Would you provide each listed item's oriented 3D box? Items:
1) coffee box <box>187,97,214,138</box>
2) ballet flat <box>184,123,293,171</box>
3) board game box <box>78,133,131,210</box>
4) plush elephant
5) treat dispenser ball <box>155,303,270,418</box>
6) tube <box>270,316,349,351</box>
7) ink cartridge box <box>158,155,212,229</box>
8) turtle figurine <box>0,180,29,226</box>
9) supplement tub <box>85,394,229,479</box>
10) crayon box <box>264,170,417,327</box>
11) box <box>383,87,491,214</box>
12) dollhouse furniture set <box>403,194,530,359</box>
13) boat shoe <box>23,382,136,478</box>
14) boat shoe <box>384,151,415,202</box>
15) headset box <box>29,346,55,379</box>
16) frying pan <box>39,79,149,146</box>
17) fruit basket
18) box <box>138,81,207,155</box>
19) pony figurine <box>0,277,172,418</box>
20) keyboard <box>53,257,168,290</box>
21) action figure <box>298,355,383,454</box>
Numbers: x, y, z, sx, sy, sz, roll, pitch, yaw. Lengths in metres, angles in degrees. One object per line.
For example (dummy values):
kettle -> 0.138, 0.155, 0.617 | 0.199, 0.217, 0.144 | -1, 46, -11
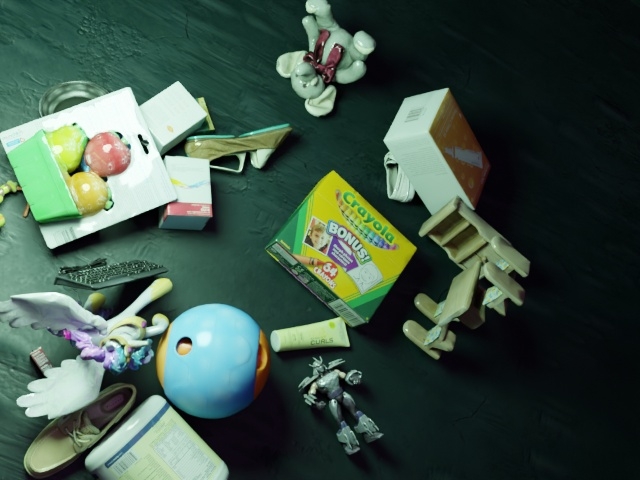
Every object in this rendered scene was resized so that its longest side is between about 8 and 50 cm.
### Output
coffee box -> -0.420, -0.358, 2.012 | 0.184, 0.040, 0.113 | -14, 79, -27
ballet flat -> -0.237, -0.271, 2.036 | 0.343, 0.116, 0.124 | -13, 99, -27
board game box -> -0.583, -0.204, 1.884 | 0.160, 0.047, 0.210 | -26, 85, -28
plush elephant -> -0.002, -0.563, 2.162 | 0.255, 0.330, 0.272 | -45, 80, -7
treat dispenser ball -> -0.271, 0.305, 1.714 | 0.288, 0.288, 0.288 | 8, 70, -22
tube -> -0.025, 0.277, 1.967 | 0.240, 0.062, 0.070 | -3, 114, -30
ink cartridge box -> -0.384, -0.132, 1.902 | 0.127, 0.128, 0.176 | 1, 73, -24
turtle figurine -> -0.879, -0.089, 1.691 | 0.217, 0.087, 0.269 | 40, 62, -7
supplement tub -> -0.369, 0.560, 1.615 | 0.325, 0.235, 0.235 | 48, 61, -3
crayon box -> 0.068, 0.025, 2.031 | 0.363, 0.106, 0.313 | 42, 60, -9
box -> 0.386, -0.280, 2.187 | 0.345, 0.168, 0.215 | 51, 51, -33
dollhouse furniture set -> 0.417, 0.087, 2.064 | 0.256, 0.362, 0.394 | 39, 41, -7
boat shoe -> -0.578, 0.452, 1.637 | 0.302, 0.098, 0.109 | -37, 90, -29
boat shoe -> 0.255, -0.259, 2.254 | 0.088, 0.096, 0.267 | 6, 79, -27
headset box -> -0.684, 0.302, 1.661 | 0.032, 0.062, 0.083 | -35, 90, -30
frying pan -> -0.611, -0.353, 1.883 | 0.326, 0.053, 0.197 | 11, 56, -7
fruit basket -> -0.603, -0.192, 1.769 | 0.353, 0.165, 0.327 | -25, 92, -18
box -> -0.434, -0.345, 1.926 | 0.170, 0.091, 0.130 | -42, 93, -28
pony figurine -> -0.532, 0.220, 1.591 | 0.351, 0.363, 0.302 | -12, 105, 5
keyboard -> -0.543, 0.077, 1.693 | 0.202, 0.317, 0.033 | 6, 97, 18
action figure -> 0.056, 0.455, 1.921 | 0.185, 0.099, 0.285 | -28, 82, -20
